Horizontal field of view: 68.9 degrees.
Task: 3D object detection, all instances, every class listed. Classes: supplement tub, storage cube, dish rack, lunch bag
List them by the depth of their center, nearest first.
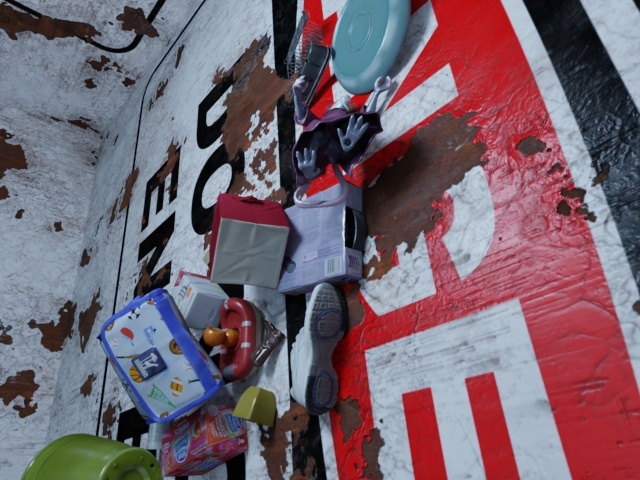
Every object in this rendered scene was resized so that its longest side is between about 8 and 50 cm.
[{"bbox_3d":[-0.199,-0.002,1.267,0.193,0.183,0.215,-118,40,-63],"label":"storage cube"},{"bbox_3d":[-0.454,0.328,1.326,0.385,0.238,0.328,-32,89,50],"label":"lunch bag"},{"bbox_3d":[-0.049,-0.578,1.464,0.208,0.074,0.272,124,148,-44],"label":"dish rack"},{"bbox_3d":[-0.541,0.644,1.568,0.071,0.071,0.107,-25,56,42],"label":"supplement tub"}]

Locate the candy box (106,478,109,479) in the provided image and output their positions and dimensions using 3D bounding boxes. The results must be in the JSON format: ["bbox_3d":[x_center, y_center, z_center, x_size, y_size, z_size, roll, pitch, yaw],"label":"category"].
[{"bbox_3d":[-0.849,1.019,1.688,0.087,0.182,0.317,-26,56,41],"label":"candy box"}]

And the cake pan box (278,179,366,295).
[{"bbox_3d":[0.000,0.000,1.197,0.266,0.070,0.246,-22,61,44],"label":"cake pan box"}]

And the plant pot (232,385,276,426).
[{"bbox_3d":[-0.164,0.425,1.205,0.081,0.081,0.083,-14,53,47],"label":"plant pot"}]

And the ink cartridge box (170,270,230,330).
[{"bbox_3d":[-0.405,0.201,1.548,0.176,0.127,0.128,32,99,50],"label":"ink cartridge box"}]

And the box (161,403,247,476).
[{"bbox_3d":[-0.328,0.561,1.301,0.257,0.128,0.123,-40,47,32],"label":"box"}]

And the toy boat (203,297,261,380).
[{"bbox_3d":[-0.261,0.274,1.324,0.151,0.151,0.231,-27,56,41],"label":"toy boat"}]

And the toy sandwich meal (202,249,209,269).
[{"bbox_3d":[-0.389,0.070,1.663,0.085,0.029,0.086,-24,57,43],"label":"toy sandwich meal"}]

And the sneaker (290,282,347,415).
[{"bbox_3d":[-0.021,0.244,1.091,0.129,0.111,0.297,-8,68,54],"label":"sneaker"}]

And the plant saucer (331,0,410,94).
[{"bbox_3d":[0.118,-0.558,1.257,0.317,0.043,0.318,-10,78,56],"label":"plant saucer"}]

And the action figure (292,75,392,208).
[{"bbox_3d":[0.055,-0.267,1.170,0.370,0.247,0.276,-85,-4,-65],"label":"action figure"}]

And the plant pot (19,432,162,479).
[{"bbox_3d":[-0.721,0.815,1.524,0.352,0.366,0.367,-20,59,32],"label":"plant pot"}]

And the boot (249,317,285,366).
[{"bbox_3d":[-0.162,0.278,1.270,0.114,0.037,0.106,-53,40,-8],"label":"boot"}]

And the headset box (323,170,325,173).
[{"bbox_3d":[-0.023,-0.214,1.343,0.083,0.032,0.062,-15,64,45],"label":"headset box"}]
